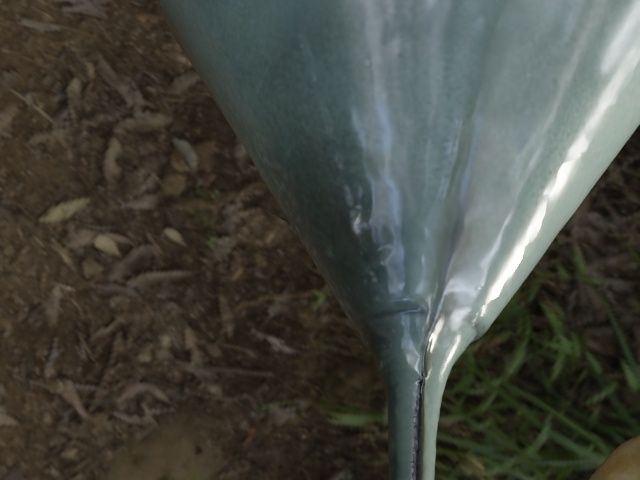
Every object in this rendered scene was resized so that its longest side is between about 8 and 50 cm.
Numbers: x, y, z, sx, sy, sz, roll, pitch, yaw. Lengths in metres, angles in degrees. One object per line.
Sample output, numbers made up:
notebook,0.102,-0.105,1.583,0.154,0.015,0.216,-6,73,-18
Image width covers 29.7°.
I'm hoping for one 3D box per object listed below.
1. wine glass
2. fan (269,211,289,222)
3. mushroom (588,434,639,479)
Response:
wine glass,0.036,0.065,0.493,0.267,0.267,0.406,28,57,-40
fan,0.000,0.000,0.933,0.085,0.133,0.005,28,91,-10
mushroom,0.392,0.369,1.231,0.353,0.325,0.353,7,71,-20
